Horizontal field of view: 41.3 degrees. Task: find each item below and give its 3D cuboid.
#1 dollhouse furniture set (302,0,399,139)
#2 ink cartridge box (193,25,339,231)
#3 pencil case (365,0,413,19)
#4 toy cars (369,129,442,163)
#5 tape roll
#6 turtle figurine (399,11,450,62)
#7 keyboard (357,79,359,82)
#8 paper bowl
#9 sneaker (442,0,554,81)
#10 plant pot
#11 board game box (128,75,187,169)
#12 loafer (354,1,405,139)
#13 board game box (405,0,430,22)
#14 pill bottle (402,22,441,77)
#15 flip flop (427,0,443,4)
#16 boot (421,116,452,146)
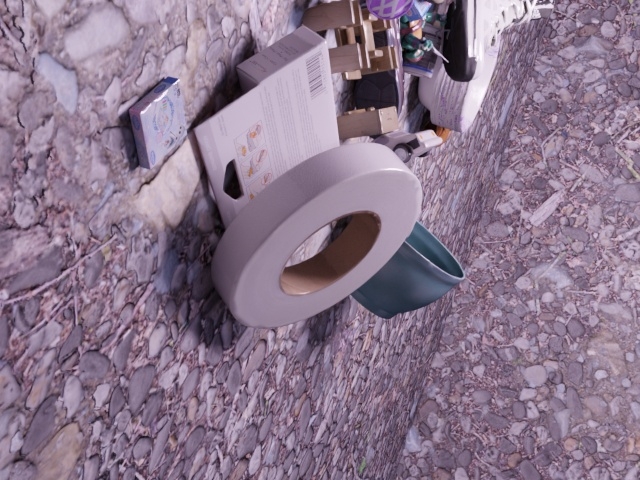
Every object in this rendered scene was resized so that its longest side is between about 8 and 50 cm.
[{"bbox_3d":[0.035,-0.306,1.544,0.212,0.161,0.242,-27,109,-64],"label":"dollhouse furniture set"},{"bbox_3d":[-0.088,-0.159,1.375,0.261,0.066,0.296,-37,146,-21],"label":"ink cartridge box"},{"bbox_3d":[0.113,-0.483,1.492,0.086,0.088,0.206,23,47,-39],"label":"pencil case"},{"bbox_3d":[0.093,-0.145,1.644,0.177,0.087,0.394,-27,177,-17],"label":"toy cars"},{"bbox_3d":[0.000,0.000,1.444,0.392,0.072,0.392,-28,151,-17],"label":"tape roll"},{"bbox_3d":[0.209,-0.466,1.843,0.175,0.118,0.234,-76,154,-46],"label":"turtle figurine"},{"bbox_3d":[0.125,-0.394,1.795,0.100,0.038,0.192,-12,118,-68],"label":"keyboard"},{"bbox_3d":[0.348,-0.429,2.183,0.284,0.148,0.284,19,90,-75],"label":"paper bowl"},{"bbox_3d":[0.431,-0.540,1.986,0.169,0.258,0.447,108,-8,-58],"label":"sneaker"},{"bbox_3d":[0.162,0.058,1.972,0.196,0.293,0.293,-50,165,15],"label":"plant pot"},{"bbox_3d":[-0.211,-0.154,1.112,0.090,0.020,0.090,89,26,-42],"label":"board game box"},{"bbox_3d":[0.132,-0.349,1.723,0.095,0.109,0.302,-44,141,-39],"label":"loafer"},{"bbox_3d":[0.193,-0.568,1.717,0.160,0.039,0.211,52,51,-27],"label":"board game box"},{"bbox_3d":[0.242,-0.457,1.994,0.078,0.078,0.137,-2,107,-70],"label":"pill bottle"},{"bbox_3d":[0.203,-0.599,1.641,0.112,0.080,0.277,-30,105,-48],"label":"flip flop"},{"bbox_3d":[0.337,-0.351,2.356,0.152,0.073,0.197,-25,126,-59],"label":"boot"}]
